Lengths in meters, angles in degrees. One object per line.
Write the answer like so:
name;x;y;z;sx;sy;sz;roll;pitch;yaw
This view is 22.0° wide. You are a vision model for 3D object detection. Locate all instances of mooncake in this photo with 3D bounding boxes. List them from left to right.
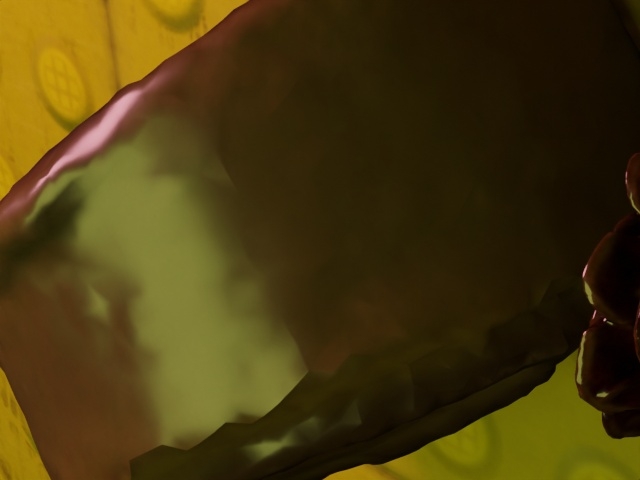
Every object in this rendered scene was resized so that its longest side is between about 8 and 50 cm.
mooncake;0.000;0.000;0.928;0.246;0.393;0.394;61;-175;2

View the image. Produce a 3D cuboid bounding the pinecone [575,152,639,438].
pinecone;0.219;0.035;0.696;0.208;0.208;0.207;31;135;36
